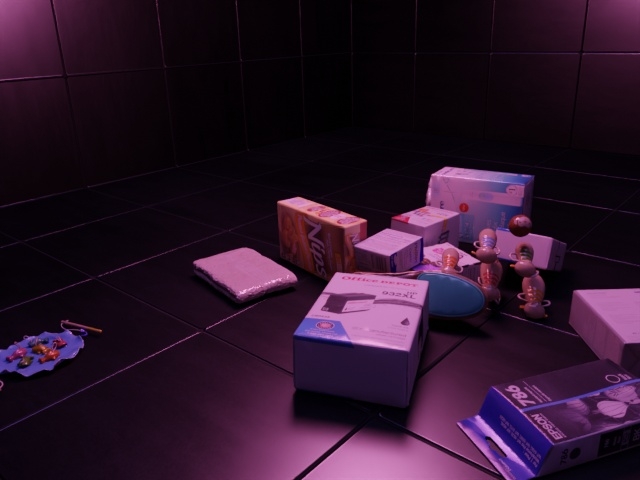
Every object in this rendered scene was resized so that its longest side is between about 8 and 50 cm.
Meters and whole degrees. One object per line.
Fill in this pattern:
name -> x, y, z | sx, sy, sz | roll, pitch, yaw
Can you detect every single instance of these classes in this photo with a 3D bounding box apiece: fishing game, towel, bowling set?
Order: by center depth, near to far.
fishing game -> -0.620, 0.238, 1.235 | 0.189, 0.041, 0.264 | 8, 23, 31
bowling set -> 0.430, 0.044, 1.352 | 0.287, 0.200, 0.154 | 16, 34, 10
towel -> -0.217, 0.095, 1.573 | 0.187, 0.049, 0.282 | -17, 26, -32

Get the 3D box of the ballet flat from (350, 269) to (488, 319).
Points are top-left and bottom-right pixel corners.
ballet flat -> 0.224, 0.133, 1.360 | 0.342, 0.116, 0.124 | 0, -12, 16

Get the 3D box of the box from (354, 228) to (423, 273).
box -> 0.180, 0.033, 1.474 | 0.137, 0.072, 0.126 | -26, 28, -36

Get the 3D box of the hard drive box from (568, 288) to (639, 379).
hard drive box -> 0.660, 0.188, 1.181 | 0.181, 0.089, 0.232 | -1, 21, 1

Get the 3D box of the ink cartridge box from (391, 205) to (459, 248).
ink cartridge box -> 0.317, -0.018, 1.708 | 0.176, 0.127, 0.128 | -18, 26, -39

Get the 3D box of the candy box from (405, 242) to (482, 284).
candy box -> 0.308, 0.077, 1.534 | 0.196, 0.070, 0.165 | -11, 22, -21

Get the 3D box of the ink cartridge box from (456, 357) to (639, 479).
ink cartridge box -> 0.416, 0.295, 0.959 | 0.333, 0.065, 0.165 | -10, 22, -18

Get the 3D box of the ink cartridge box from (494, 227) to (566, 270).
ink cartridge box -> 0.565, 0.027, 1.528 | 0.148, 0.086, 0.203 | 13, 3, 32

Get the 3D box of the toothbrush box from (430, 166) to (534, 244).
toothbrush box -> 0.509, -0.107, 1.805 | 0.295, 0.216, 0.126 | 12, 25, 31

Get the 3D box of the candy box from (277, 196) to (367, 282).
candy box -> 0.000, 0.000, 1.609 | 0.087, 0.183, 0.316 | -17, 25, -33

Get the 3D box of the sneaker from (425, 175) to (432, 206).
sneaker -> 0.479, -0.185, 2.225 | 0.115, 0.090, 0.232 | 9, 31, 11

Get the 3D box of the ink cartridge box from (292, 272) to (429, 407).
ink cartridge box -> 0.097, 0.188, 1.173 | 0.223, 0.129, 0.307 | 5, 21, 16
